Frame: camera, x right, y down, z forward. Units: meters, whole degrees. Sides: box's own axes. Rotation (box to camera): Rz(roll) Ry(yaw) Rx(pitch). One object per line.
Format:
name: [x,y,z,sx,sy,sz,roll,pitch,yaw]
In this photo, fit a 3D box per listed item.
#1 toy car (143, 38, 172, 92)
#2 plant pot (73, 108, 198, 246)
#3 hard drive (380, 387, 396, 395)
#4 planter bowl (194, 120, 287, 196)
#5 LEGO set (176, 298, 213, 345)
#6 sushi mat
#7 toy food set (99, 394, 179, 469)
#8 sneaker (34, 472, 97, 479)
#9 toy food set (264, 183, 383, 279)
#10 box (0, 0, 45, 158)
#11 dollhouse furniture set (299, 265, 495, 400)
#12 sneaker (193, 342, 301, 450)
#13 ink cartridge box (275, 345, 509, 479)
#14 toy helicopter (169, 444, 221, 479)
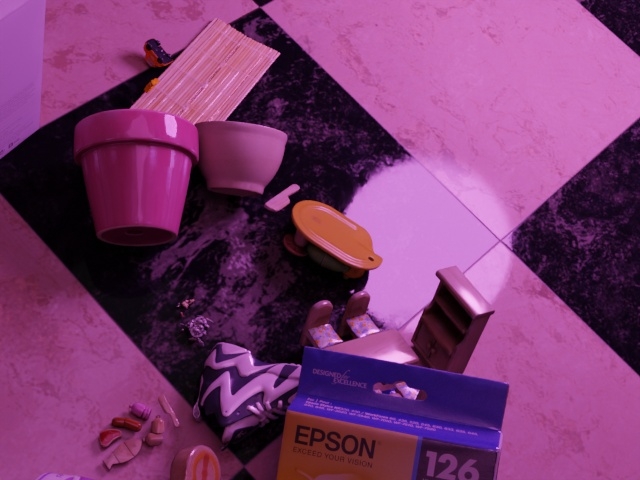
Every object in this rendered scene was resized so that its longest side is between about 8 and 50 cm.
toy car: [-0.312,-0.315,1.779,0.060,0.040,0.122,40,37,-18]
plant pot: [-0.295,-0.092,1.584,0.201,0.201,0.180,1,75,-17]
hard drive: [0.108,0.391,1.502,0.210,0.040,0.319,-9,63,-23]
planter bowl: [-0.142,-0.134,1.681,0.162,0.162,0.109,7,84,-14]
LEGO set: [-0.202,0.128,1.569,0.054,0.023,0.083,-34,75,-31]
sushi mat: [-0.214,-0.289,1.820,0.151,0.019,0.317,32,55,3]
toy food set: [-0.276,0.281,1.458,0.122,0.019,0.078,-25,70,-21]
sneaker: [-0.374,0.440,1.291,0.161,0.102,0.282,16,50,0]
toy food set: [0.000,0.000,1.694,0.217,0.071,0.128,34,32,1]
box: [-0.562,-0.289,1.510,0.215,0.345,0.168,38,56,6]
dollhouse furniture set: [0.127,0.154,1.545,0.242,0.161,0.212,-12,47,-31]
sneaker: [-0.085,0.258,1.473,0.234,0.094,0.153,19,63,11]
ink cartridge box: [0.091,0.327,1.375,0.303,0.072,0.307,9,93,12]
toy helicopter: [-0.205,0.417,1.273,0.235,0.140,0.355,61,32,-23]
